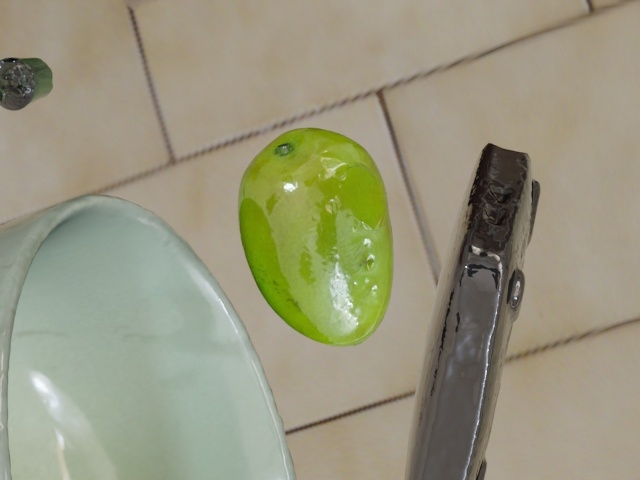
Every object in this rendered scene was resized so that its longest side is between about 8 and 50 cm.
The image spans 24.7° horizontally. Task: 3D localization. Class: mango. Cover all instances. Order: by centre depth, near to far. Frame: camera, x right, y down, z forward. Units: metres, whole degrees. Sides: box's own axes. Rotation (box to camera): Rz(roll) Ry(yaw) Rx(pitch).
[{"bbox_3d":[0.000,0.000,0.698,0.073,0.056,0.108,-24,102,-15],"label":"mango"}]

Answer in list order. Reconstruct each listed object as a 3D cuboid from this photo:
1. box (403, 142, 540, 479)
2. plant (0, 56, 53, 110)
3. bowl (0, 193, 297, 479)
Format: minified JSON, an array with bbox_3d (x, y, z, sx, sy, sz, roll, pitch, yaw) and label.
[{"bbox_3d":[0.125,0.088,1.237,0.073,0.289,0.290,12,112,6],"label":"box"},{"bbox_3d":[-0.285,-0.141,1.331,0.051,0.102,0.051,5,105,19],"label":"plant"},{"bbox_3d":[-0.130,0.139,0.717,0.163,0.307,0.307,-13,78,18],"label":"bowl"}]
